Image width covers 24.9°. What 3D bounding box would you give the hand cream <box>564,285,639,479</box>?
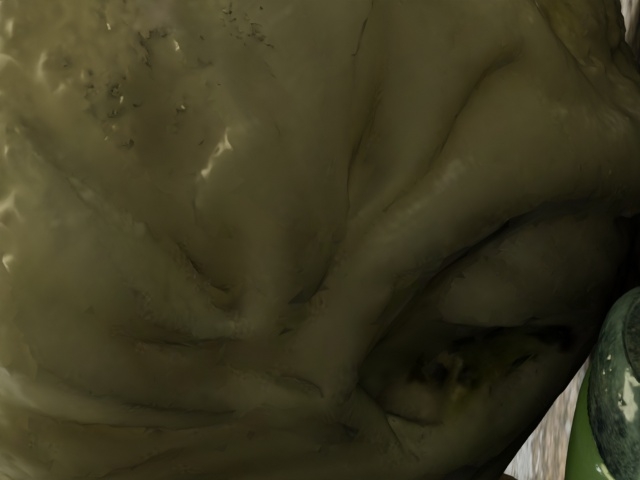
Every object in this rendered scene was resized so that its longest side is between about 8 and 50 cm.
[{"bbox_3d":[0.111,0.089,0.526,0.175,0.046,0.095,87,-175,-49],"label":"hand cream"}]

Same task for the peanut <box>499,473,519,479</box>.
[{"bbox_3d":[0.085,0.154,0.670,0.187,0.082,0.082,95,180,-88],"label":"peanut"}]

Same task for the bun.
[{"bbox_3d":[0.000,0.000,0.606,0.211,0.359,0.360,54,152,35],"label":"bun"}]
